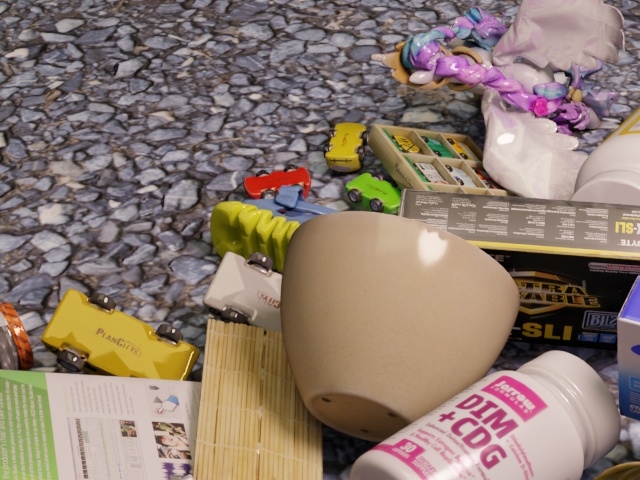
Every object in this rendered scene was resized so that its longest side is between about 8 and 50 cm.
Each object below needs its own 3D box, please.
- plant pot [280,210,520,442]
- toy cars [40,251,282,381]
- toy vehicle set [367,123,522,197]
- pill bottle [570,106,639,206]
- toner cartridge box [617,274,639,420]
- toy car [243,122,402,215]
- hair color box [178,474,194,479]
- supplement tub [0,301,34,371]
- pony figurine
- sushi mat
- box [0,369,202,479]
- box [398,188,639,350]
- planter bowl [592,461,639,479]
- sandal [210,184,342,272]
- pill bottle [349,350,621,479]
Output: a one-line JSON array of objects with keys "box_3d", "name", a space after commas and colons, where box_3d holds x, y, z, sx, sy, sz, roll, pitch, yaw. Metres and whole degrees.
[{"box_3d": [0.071, 0.122, 1.786, 0.284, 0.284, 0.191, 9, 62, 19], "name": "plant pot"}, {"box_3d": [-0.154, 0.119, 1.963, 0.394, 0.087, 0.176, -13, 71, -14], "name": "toy cars"}, {"box_3d": [0.191, -0.082, 2.204, 0.166, 0.035, 0.267, 4, 30, -26], "name": "toy vehicle set"}, {"box_3d": [0.450, -0.074, 2.042, 0.188, 0.188, 0.334, 16, 31, 26], "name": "pill bottle"}, {"box_3d": [0.486, 0.155, 1.605, 0.348, 0.165, 0.075, 15, 49, 25], "name": "toner cartridge box"}, {"box_3d": [0.038, -0.077, 2.251, 0.225, 0.053, 0.239, 27, 47, 37], "name": "toy car"}, {"box_3d": [-0.240, 0.403, 1.480, 0.374, 0.113, 0.185, -29, 82, -29], "name": "hair color box"}, {"box_3d": [-0.464, 0.152, 1.931, 0.190, 0.117, 0.117, -23, 39, -22], "name": "supplement tub"}, {"box_3d": [0.292, -0.225, 2.246, 0.351, 0.302, 0.363, 18, 12, 28], "name": "pony figurine"}, {"box_3d": [-0.069, 0.205, 1.790, 0.151, 0.019, 0.316, 14, 34, -9], "name": "sushi mat"}, {"box_3d": [-0.219, 0.243, 1.742, 0.322, 0.058, 0.232, 7, 31, -19], "name": "box"}, {"box_3d": [0.257, 0.041, 1.866, 0.322, 0.257, 0.079, 5, 64, 7], "name": "box"}, {"box_3d": [0.374, 0.296, 1.547, 0.217, 0.217, 0.090, 21, 36, 32], "name": "planter bowl"}, {"box_3d": [0.000, 0.000, 2.093, 0.317, 0.126, 0.138, 27, 42, 35], "name": "sandal"}, {"box_3d": [0.184, 0.241, 1.688, 0.283, 0.160, 0.160, -28, 41, -30], "name": "pill bottle"}]
